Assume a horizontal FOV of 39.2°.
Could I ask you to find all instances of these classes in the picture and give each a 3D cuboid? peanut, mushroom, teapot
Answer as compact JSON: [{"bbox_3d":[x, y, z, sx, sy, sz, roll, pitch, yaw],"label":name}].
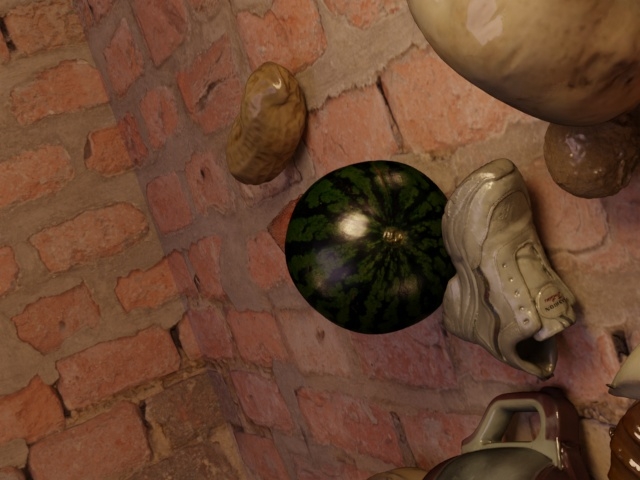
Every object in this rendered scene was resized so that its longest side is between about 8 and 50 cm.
[{"bbox_3d":[-0.111,-0.230,1.813,0.325,0.140,0.153,111,148,-52],"label":"peanut"},{"bbox_3d":[0.268,-0.299,0.929,0.336,0.314,0.314,-44,67,33],"label":"mushroom"},{"bbox_3d":[0.315,0.393,1.409,0.312,0.233,0.315,141,134,-56],"label":"teapot"}]

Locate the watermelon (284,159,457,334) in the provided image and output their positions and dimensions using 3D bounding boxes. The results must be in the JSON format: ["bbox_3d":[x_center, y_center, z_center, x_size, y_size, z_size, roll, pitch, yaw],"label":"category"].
[{"bbox_3d":[0.086,0.009,1.453,0.285,0.285,0.285,43,144,42],"label":"watermelon"}]

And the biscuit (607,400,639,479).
[{"bbox_3d":[0.501,0.364,1.106,0.366,0.115,0.268,47,146,39],"label":"biscuit"}]

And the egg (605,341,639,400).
[{"bbox_3d":[0.464,0.148,0.947,0.271,0.162,0.206,27,165,18],"label":"egg"}]

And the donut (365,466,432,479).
[{"bbox_3d":[0.221,0.627,1.805,0.382,0.142,0.383,44,145,42],"label":"donut"}]

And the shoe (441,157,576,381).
[{"bbox_3d":[0.285,0.051,1.283,0.210,0.132,0.342,38,144,40],"label":"shoe"}]

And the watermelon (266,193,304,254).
[{"bbox_3d":[0.000,0.000,1.769,0.256,0.193,0.140,30,166,47],"label":"watermelon"}]

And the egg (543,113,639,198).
[{"bbox_3d":[0.328,-0.111,1.083,0.140,0.116,0.118,89,-174,-49],"label":"egg"}]
